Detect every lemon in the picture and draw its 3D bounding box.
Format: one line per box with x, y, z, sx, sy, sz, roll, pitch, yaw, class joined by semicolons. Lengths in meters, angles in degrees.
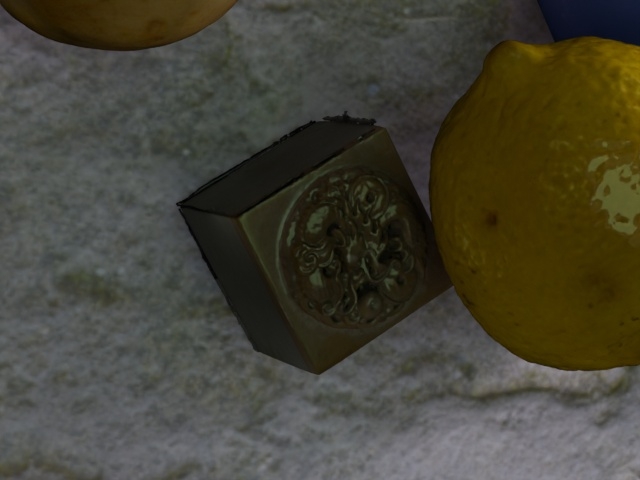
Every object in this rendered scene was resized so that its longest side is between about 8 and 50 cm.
0.193;-0.033;1.161;0.228;0.228;0.254;-21;99;-22;lemon

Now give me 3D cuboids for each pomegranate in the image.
-0.142;-0.239;1.100;0.233;0.233;0.233;-2;94;-25;pomegranate

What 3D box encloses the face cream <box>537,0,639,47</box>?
0.326;-0.171;1.299;0.249;0.249;0.225;-35;110;-19;face cream

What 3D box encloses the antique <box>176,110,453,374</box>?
0.000;0.000;1.215;0.146;0.148;0.152;-33;109;-17;antique
